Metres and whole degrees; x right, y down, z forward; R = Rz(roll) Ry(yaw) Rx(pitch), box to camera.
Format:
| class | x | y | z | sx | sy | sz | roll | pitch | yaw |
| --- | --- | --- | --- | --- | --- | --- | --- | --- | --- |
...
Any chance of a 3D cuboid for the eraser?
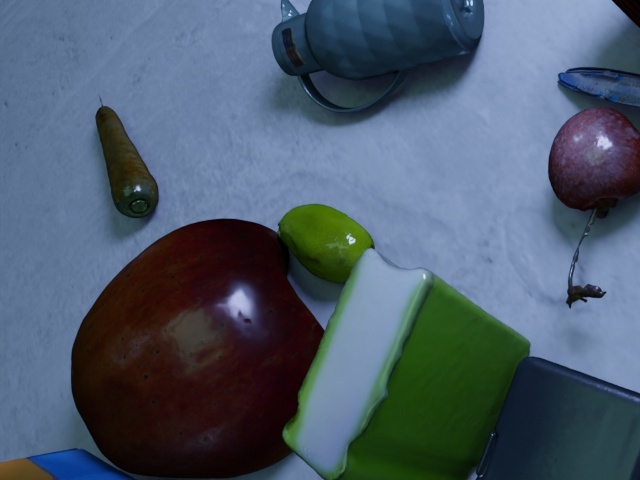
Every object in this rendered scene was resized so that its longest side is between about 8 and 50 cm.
| class | x | y | z | sx | sy | sz | roll | pitch | yaw |
| --- | --- | --- | --- | --- | --- | --- | --- | --- | --- |
| eraser | 0.095 | 0.149 | 0.799 | 0.092 | 0.274 | 0.210 | 22 | 86 | 37 |

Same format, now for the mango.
| class | x | y | z | sx | sy | sz | roll | pitch | yaw |
| --- | --- | --- | --- | --- | --- | --- | --- | --- | --- |
| mango | 0.000 | 0.000 | 1.053 | 0.165 | 0.074 | 0.091 | 22 | 87 | 38 |

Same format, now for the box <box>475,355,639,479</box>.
| class | x | y | z | sx | sy | sz | roll | pitch | yaw |
| --- | --- | --- | --- | --- | --- | --- | --- | --- | --- |
| box | 0.238 | 0.246 | 0.803 | 0.160 | 0.050 | 0.230 | 18 | 83 | 38 |

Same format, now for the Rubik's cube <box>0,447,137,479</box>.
| class | x | y | z | sx | sy | sz | roll | pitch | yaw |
| --- | --- | --- | --- | --- | --- | --- | --- | --- | --- |
| Rubik's cube | -0.338 | 0.444 | 0.941 | 0.291 | 0.290 | 0.291 | 13 | 96 | 37 |

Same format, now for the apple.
| class | x | y | z | sx | sy | sz | roll | pitch | yaw |
| --- | --- | --- | --- | --- | --- | --- | --- | --- | --- |
| apple | -0.165 | 0.149 | 1.087 | 0.364 | 0.295 | 0.329 | -32 | 19 | 20 |

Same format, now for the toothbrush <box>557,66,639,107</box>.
| class | x | y | z | sx | sy | sz | roll | pitch | yaw |
| --- | --- | --- | --- | --- | --- | --- | --- | --- | --- |
| toothbrush | 0.373 | -0.135 | 0.793 | 0.413 | 0.042 | 0.035 | 38 | 114 | 58 |

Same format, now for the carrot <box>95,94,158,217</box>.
| class | x | y | z | sx | sy | sz | roll | pitch | yaw |
| --- | --- | --- | --- | --- | --- | --- | --- | --- | --- |
| carrot | -0.340 | -0.152 | 1.363 | 0.078 | 0.078 | 0.298 | -41 | 50 | 15 |

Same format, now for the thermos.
| class | x | y | z | sx | sy | sz | roll | pitch | yaw |
| --- | --- | --- | --- | --- | --- | --- | --- | --- | --- |
| thermos | 0.070 | -0.276 | 1.083 | 0.286 | 0.145 | 0.182 | -10 | 99 | 34 |

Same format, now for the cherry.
| class | x | y | z | sx | sy | sz | roll | pitch | yaw |
| --- | --- | --- | --- | --- | --- | --- | --- | --- | --- |
| cherry | 0.298 | -0.043 | 0.849 | 0.106 | 0.090 | 0.226 | -11 | 66 | 29 |

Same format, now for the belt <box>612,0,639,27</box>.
| class | x | y | z | sx | sy | sz | roll | pitch | yaw |
| --- | --- | --- | --- | --- | --- | --- | --- | --- | --- |
| belt | 0.401 | -0.234 | 0.764 | 0.115 | 0.227 | 0.324 | -48 | 54 | 12 |
